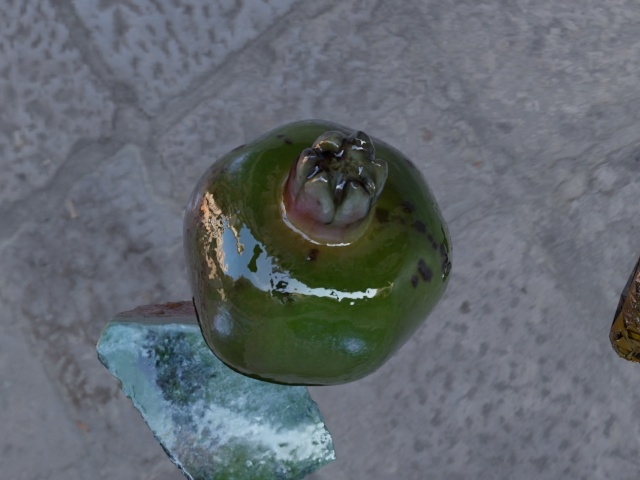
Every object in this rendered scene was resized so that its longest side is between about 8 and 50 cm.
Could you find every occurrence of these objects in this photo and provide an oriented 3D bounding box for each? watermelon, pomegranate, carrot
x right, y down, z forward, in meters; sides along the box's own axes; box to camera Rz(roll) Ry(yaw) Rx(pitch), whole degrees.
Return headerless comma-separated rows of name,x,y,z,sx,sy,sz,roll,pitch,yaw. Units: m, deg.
watermelon,-0.094,0.123,0.947,0.140,0.256,0.193,-30,94,-5
pomegranate,0.000,0.000,0.642,0.180,0.180,0.210,49,159,10
carrot,0.321,0.010,0.920,0.069,0.069,0.229,25,119,19
